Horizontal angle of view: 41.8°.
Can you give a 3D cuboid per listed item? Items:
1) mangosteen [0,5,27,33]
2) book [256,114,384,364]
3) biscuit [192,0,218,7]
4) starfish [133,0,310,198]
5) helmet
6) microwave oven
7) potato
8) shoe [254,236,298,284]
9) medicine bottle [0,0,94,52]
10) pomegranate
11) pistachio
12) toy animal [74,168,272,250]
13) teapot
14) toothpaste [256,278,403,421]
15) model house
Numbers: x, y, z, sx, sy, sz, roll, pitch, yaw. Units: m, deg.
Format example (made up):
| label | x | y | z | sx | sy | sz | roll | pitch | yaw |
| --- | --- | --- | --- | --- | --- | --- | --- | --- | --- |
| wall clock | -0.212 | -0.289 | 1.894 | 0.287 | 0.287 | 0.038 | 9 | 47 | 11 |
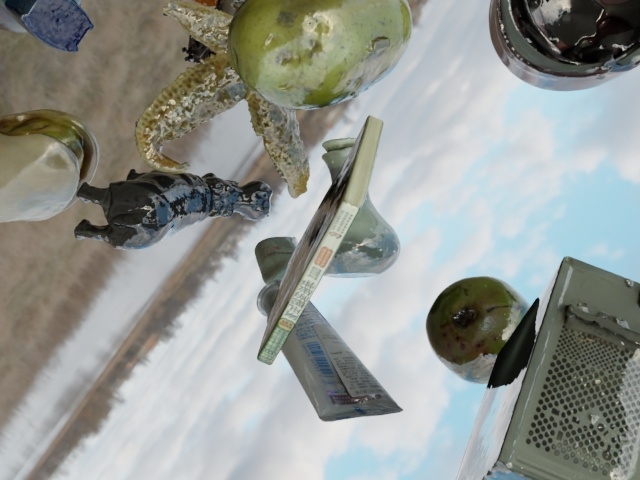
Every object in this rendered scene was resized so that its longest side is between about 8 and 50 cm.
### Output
| label | x | y | z | sx | sy | sz | roll | pitch | yaw |
| --- | --- | --- | --- | --- | --- | --- | --- | --- | --- |
| mangosteen | -0.523 | -0.470 | 1.540 | 0.235 | 0.261 | 0.235 | -42 | 177 | -3 |
| book | 0.000 | 0.000 | 1.016 | 0.202 | 0.027 | 0.264 | -74 | -170 | -53 |
| biscuit | -0.257 | -0.558 | 1.506 | 0.202 | 0.334 | 0.047 | -43 | -144 | 32 |
| starfish | -0.079 | -0.226 | 1.339 | 0.082 | 0.432 | 0.324 | 20 | -75 | 50 |
| helmet | 0.404 | -0.366 | 1.274 | 0.338 | 0.271 | 0.197 | -44 | 175 | -6 |
| microwave oven | 0.391 | 0.247 | 0.882 | 0.374 | 0.432 | 0.236 | 94 | 19 | -62 |
| potato | 0.005 | -0.228 | 0.942 | 0.197 | 0.148 | 0.228 | -24 | -168 | 15 |
| shoe | -0.102 | 0.034 | 1.975 | 0.103 | 0.100 | 0.251 | -38 | -168 | 8 |
| medicine bottle | -0.267 | -0.332 | 0.911 | 0.124 | 0.079 | 0.258 | 18 | -99 | 44 |
| pomegranate | 0.268 | 0.147 | 1.396 | 0.179 | 0.179 | 0.210 | -54 | 170 | 3 |
| pistachio | -0.497 | -0.111 | 1.394 | 0.288 | 0.197 | 0.166 | -12 | -144 | 33 |
| toy animal | -0.234 | -0.064 | 1.350 | 0.343 | 0.168 | 0.106 | -17 | 117 | -54 |
| teapot | 0.058 | -0.059 | 1.557 | 0.183 | 0.183 | 0.251 | 152 | -61 | -75 |
| toothpaste | -0.005 | 0.151 | 1.130 | 0.299 | 0.114 | 0.073 | 48 | -49 | 54 |
| model house | -0.140 | -0.374 | 1.529 | 0.203 | 0.141 | 0.164 | -18 | 160 | -31 |
